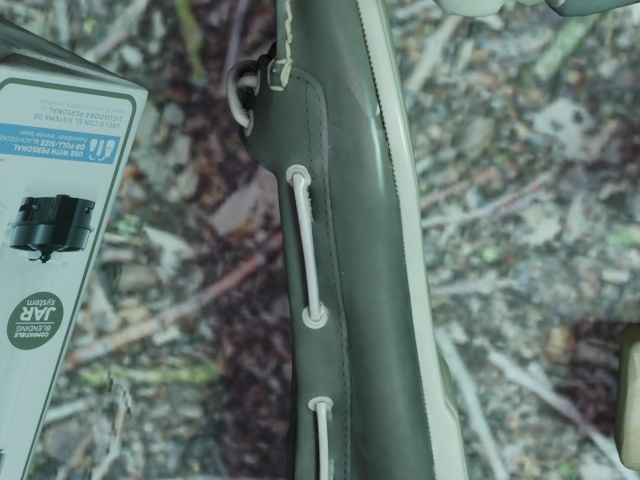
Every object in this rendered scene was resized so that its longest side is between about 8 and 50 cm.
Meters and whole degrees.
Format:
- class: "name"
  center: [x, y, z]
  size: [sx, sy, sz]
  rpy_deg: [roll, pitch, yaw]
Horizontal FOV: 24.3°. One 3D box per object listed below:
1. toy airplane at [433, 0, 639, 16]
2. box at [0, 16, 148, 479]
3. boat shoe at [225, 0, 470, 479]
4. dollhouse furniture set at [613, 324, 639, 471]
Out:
- class: "toy airplane"
  center: [0.067, -0.275, 0.553]
  size: [0.384, 0.272, 0.386]
  rpy_deg: [22, 66, -9]
- class: "box"
  center: [-0.201, 0.037, 0.668]
  size: [0.169, 0.087, 0.290]
  rpy_deg: [29, 106, 34]
- class: "boat shoe"
  center: [0.000, 0.000, 0.663]
  size: [0.095, 0.112, 0.335]
  rpy_deg: [-10, 103, 4]
- class: "dollhouse furniture set"
  center: [0.173, 0.099, 0.617]
  size: [0.152, 0.201, 0.374]
  rpy_deg: [4, 102, 6]
